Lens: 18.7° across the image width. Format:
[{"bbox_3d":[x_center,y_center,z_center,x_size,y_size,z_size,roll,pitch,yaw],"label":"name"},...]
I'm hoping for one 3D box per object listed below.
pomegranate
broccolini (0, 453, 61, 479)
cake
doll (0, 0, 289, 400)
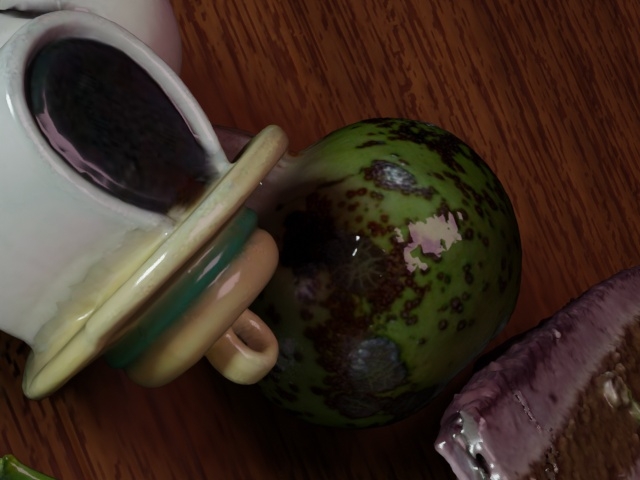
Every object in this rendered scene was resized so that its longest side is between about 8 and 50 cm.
[{"bbox_3d":[0.002,0.010,0.814,0.138,0.163,0.125,-60,153,-48],"label":"pomegranate"},{"bbox_3d":[-0.140,0.056,0.676,0.194,0.052,0.054,35,32,-19],"label":"broccolini"},{"bbox_3d":[0.105,0.094,0.810,0.116,0.113,0.295,56,19,4],"label":"cake"},{"bbox_3d":[-0.144,-0.048,0.687,0.271,0.144,0.208,16,38,-43],"label":"doll"}]
